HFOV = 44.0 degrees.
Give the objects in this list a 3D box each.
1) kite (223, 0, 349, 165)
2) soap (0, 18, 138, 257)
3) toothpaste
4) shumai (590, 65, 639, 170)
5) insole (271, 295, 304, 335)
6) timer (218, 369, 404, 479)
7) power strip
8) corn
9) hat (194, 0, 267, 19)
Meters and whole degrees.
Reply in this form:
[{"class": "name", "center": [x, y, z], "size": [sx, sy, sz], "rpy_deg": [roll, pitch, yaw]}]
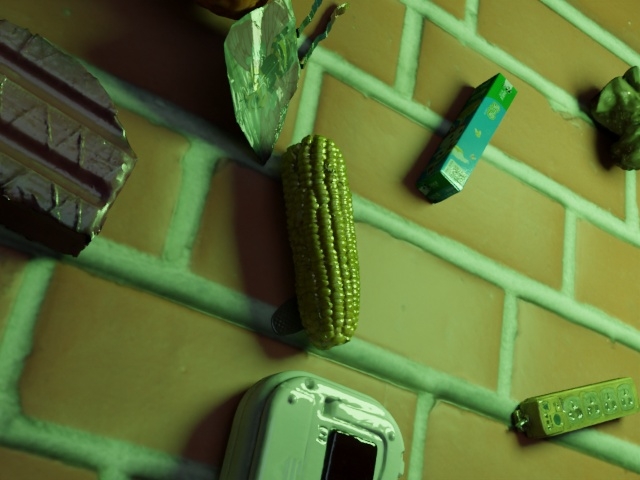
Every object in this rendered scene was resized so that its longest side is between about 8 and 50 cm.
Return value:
[{"class": "kite", "center": [-0.038, -0.280, 1.113], "size": [0.360, 0.022, 0.204], "rpy_deg": [-59, 149, -37]}, {"class": "soap", "center": [-0.342, -0.128, 0.845], "size": [0.289, 0.112, 0.182], "rpy_deg": [32, 58, -22]}, {"class": "toothpaste", "center": [0.242, -0.170, 1.296], "size": [0.050, 0.065, 0.267], "rpy_deg": [43, 56, -12]}, {"class": "shumai", "center": [0.638, -0.253, 1.512], "size": [0.218, 0.184, 0.185], "rpy_deg": [-23, 106, -1]}, {"class": "insole", "center": [-0.014, 0.090, 1.069], "size": [0.135, 0.002, 0.045], "rpy_deg": [-24, 89, -38]}, {"class": "timer", "center": [-0.005, 0.296, 0.953], "size": [0.237, 0.087, 0.262], "rpy_deg": [25, 62, -26]}, {"class": "power strip", "center": [0.423, 0.271, 1.286], "size": [0.305, 0.044, 0.064], "rpy_deg": [-2, 77, -35]}, {"class": "corn", "center": [0.000, 0.000, 1.053], "size": [0.101, 0.101, 0.292], "rpy_deg": [4, 75, -34]}, {"class": "hat", "center": [-0.175, -0.497, 0.997], "size": [0.400, 0.285, 0.285], "rpy_deg": [36, 57, -16]}]
